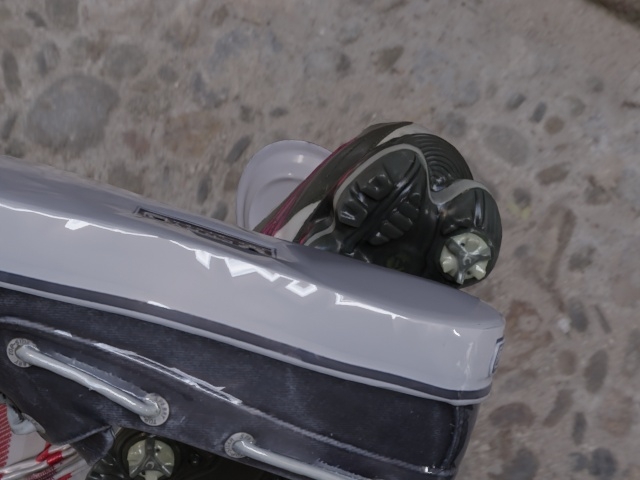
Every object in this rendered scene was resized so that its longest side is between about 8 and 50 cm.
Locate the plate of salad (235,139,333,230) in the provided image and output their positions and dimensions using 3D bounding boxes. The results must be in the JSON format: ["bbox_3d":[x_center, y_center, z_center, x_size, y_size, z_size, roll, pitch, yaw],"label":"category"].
[{"bbox_3d":[0.000,0.000,1.117,0.048,0.200,0.200,-29,80,-42],"label":"plate of salad"}]

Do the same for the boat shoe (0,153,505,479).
[{"bbox_3d":[-0.086,0.034,0.465,0.301,0.108,0.102,16,99,-3],"label":"boat shoe"}]

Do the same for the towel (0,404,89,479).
[{"bbox_3d":[-0.283,0.157,0.996,0.329,0.237,0.037,-28,114,2],"label":"towel"}]

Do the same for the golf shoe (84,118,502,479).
[{"bbox_3d":[-0.020,0.057,0.607,0.105,0.120,0.273,37,105,-21],"label":"golf shoe"}]
